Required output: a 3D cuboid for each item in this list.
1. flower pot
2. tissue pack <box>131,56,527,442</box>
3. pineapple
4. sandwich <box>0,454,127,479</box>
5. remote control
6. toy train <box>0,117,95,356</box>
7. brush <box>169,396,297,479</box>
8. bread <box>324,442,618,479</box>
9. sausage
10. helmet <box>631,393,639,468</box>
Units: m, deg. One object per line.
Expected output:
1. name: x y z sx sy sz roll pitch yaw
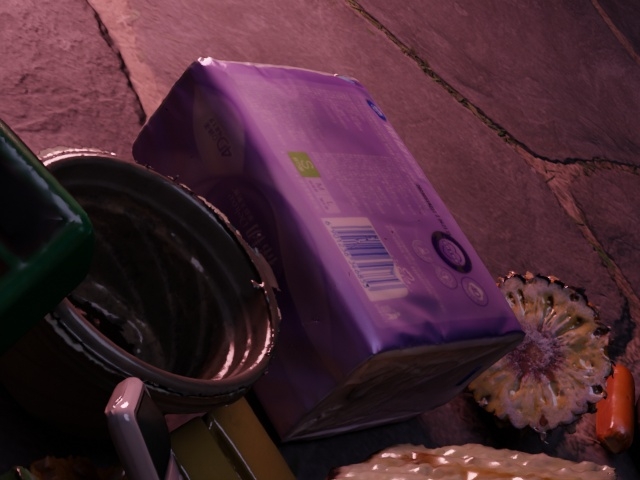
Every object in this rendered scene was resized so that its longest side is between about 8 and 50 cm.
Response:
1. flower pot: -0.157 0.056 0.886 0.235 0.140 0.235 30 35 -23
2. tissue pack: 0.000 0.000 1.104 0.242 0.160 0.338 1 50 -48
3. pineapple: 0.218 0.122 1.247 0.176 0.161 0.137 48 -5 13
4. sandwich: -0.154 0.230 0.734 0.185 0.109 0.160 52 13 17
5. remote control: -0.079 0.211 0.763 0.067 0.029 0.261 -99 170 -76
6. toy train: -0.306 -0.020 0.675 0.249 0.178 0.429 -42 87 -19
7. brush: -0.039 0.237 0.897 0.233 0.047 0.103 56 34 7
8. bread: 0.077 0.292 0.743 0.395 0.239 0.264 -6 95 -67
9. sausage: 0.336 0.193 1.350 0.039 0.041 0.131 49 30 -16
10. helmet: 0.460 0.213 1.347 0.216 0.193 0.189 12 9 40
